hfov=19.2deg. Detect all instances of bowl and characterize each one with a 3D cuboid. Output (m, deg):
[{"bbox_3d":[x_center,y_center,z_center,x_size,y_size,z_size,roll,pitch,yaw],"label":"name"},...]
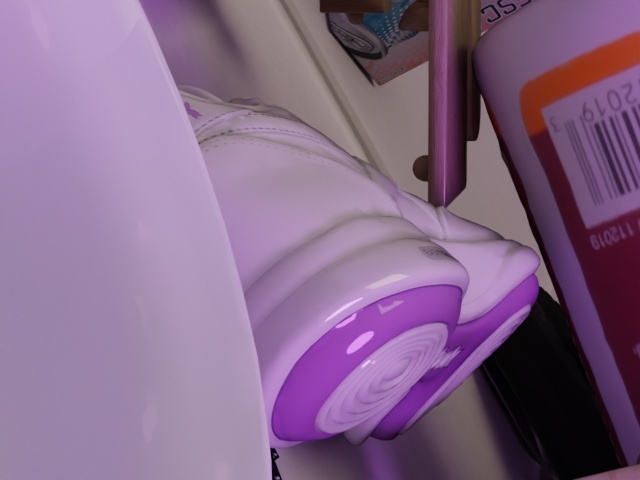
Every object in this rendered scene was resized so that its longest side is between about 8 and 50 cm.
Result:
[{"bbox_3d":[-0.140,-0.015,0.332,0.298,0.134,0.298,53,21,-31],"label":"bowl"}]

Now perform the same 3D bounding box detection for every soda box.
[{"bbox_3d":[0.094,-0.168,1.130,0.063,0.183,0.058,46,25,-41],"label":"soda box"}]

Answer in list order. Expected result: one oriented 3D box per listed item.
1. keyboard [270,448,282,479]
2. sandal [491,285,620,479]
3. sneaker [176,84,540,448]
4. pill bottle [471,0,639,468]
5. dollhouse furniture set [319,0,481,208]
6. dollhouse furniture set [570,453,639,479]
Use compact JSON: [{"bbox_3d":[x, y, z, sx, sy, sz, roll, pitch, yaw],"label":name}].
[{"bbox_3d":[-0.046,0.076,0.637,0.100,0.038,0.192,67,19,10],"label":"keyboard"},{"bbox_3d":[0.189,0.217,1.042,0.167,0.107,0.445,39,18,-51],"label":"sandal"},{"bbox_3d":[0.000,0.000,0.745,0.152,0.114,0.305,46,3,13],"label":"sneaker"},{"bbox_3d":[0.234,0.056,0.825,0.392,0.224,0.224,70,18,2],"label":"pill bottle"},{"bbox_3d":[-0.003,-0.089,0.879,0.144,0.151,0.123,-39,129,-72],"label":"dollhouse furniture set"},{"bbox_3d":[0.089,0.189,0.785,0.183,0.129,0.129,95,-20,-62],"label":"dollhouse furniture set"}]
